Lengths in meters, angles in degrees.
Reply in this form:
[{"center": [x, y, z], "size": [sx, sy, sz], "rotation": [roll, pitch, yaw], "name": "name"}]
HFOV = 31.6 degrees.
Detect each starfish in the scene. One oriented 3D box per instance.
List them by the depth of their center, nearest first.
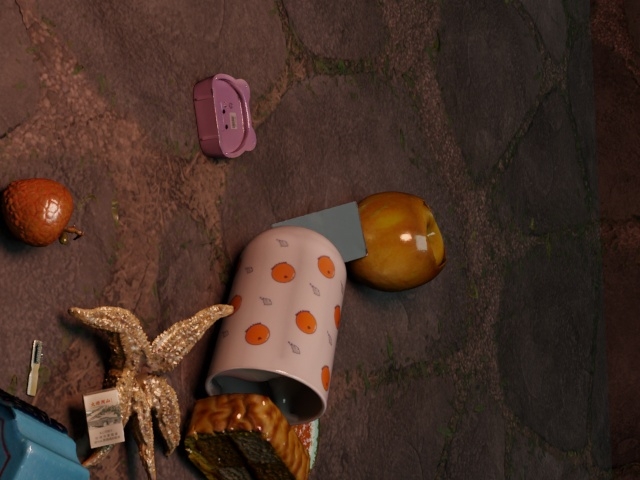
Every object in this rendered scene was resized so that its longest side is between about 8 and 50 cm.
[{"center": [-0.280, 0.248, 1.837], "size": [0.301, 0.084, 0.294], "rotation": [0, 95, -45], "name": "starfish"}]

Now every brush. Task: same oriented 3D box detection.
[{"center": [-0.429, 0.192, 1.700], "size": [0.016, 0.013, 0.084], "rotation": [23, 69, -53], "name": "brush"}]

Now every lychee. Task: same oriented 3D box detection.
[{"center": [-0.408, -0.041, 1.680], "size": [0.140, 0.114, 0.101], "rotation": [13, 105, -27], "name": "lychee"}]

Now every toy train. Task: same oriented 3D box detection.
[{"center": [-0.466, 0.298, 1.399], "size": [0.265, 0.300, 0.188], "rotation": [-66, 151, -15], "name": "toy train"}]

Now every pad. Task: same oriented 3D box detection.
[{"center": [0.000, 0.000, 2.241], "size": [0.193, 0.004, 0.116], "rotation": [-17, 99, -22], "name": "pad"}]

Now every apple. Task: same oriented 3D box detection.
[{"center": [0.163, 0.006, 2.378], "size": [0.237, 0.207, 0.237], "rotation": [8, 80, -56], "name": "apple"}]

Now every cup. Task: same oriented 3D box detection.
[{"center": [-0.067, 0.142, 2.019], "size": [0.212, 0.212, 0.318], "rotation": [47, 43, -40], "name": "cup"}]

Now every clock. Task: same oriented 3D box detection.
[{"center": [-0.176, -0.226, 2.071], "size": [0.110, 0.050, 0.153], "rotation": [-11, 95, -54], "name": "clock"}]

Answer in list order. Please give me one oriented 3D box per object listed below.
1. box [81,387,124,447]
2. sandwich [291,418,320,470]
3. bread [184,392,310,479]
[{"center": [-0.335, 0.273, 1.738], "size": [0.054, 0.024, 0.083], "rotation": [-9, 98, -18], "name": "box"}, {"center": [-0.076, 0.333, 2.126], "size": [0.159, 0.079, 0.235], "rotation": [-34, 109, -40], "name": "sandwich"}, {"center": [-0.125, 0.360, 1.961], "size": [0.096, 0.181, 0.222], "rotation": [-79, 148, -44], "name": "bread"}]
